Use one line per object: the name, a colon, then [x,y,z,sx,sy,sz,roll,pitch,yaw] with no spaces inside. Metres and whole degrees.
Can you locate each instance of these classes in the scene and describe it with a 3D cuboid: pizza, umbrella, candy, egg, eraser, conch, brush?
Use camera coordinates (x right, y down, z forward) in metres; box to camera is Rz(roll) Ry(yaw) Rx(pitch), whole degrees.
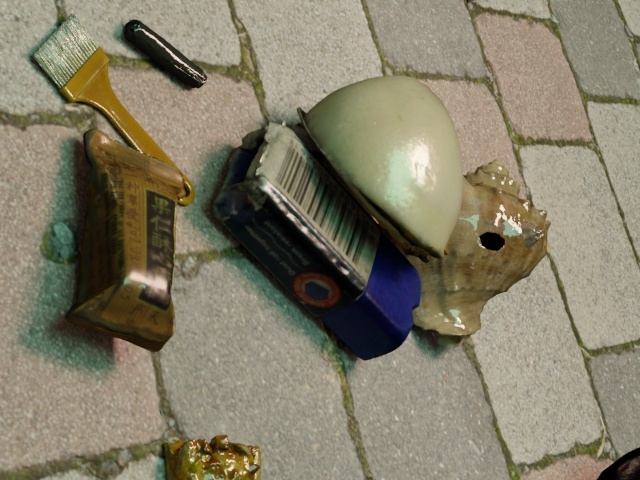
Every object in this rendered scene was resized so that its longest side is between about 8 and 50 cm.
pizza: [-0.125,0.281,1.522,0.134,0.046,0.175,48,41,-23]
umbrella: [-0.200,-0.242,1.733,0.133,0.031,0.036,37,47,-34]
candy: [-0.217,-0.002,1.530,0.143,0.101,0.271,26,46,-34]
egg: [0.111,-0.118,1.834,0.264,0.174,0.286,39,14,-40]
eraser: [0.000,0.000,1.789,0.332,0.101,0.155,47,39,-25]
conch: [0.221,-0.008,2.015,0.263,0.186,0.324,26,46,-13]
brush: [-0.242,-0.148,1.645,0.272,0.013,0.103,51,39,-20]

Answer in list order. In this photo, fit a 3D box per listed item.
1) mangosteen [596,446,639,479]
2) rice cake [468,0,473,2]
mangosteen: [0.557,0.459,2.107,0.287,0.233,0.287,41,21,-20]
rice cake: [0.299,-0.543,2.400,0.037,0.189,0.198,-27,100,-55]
